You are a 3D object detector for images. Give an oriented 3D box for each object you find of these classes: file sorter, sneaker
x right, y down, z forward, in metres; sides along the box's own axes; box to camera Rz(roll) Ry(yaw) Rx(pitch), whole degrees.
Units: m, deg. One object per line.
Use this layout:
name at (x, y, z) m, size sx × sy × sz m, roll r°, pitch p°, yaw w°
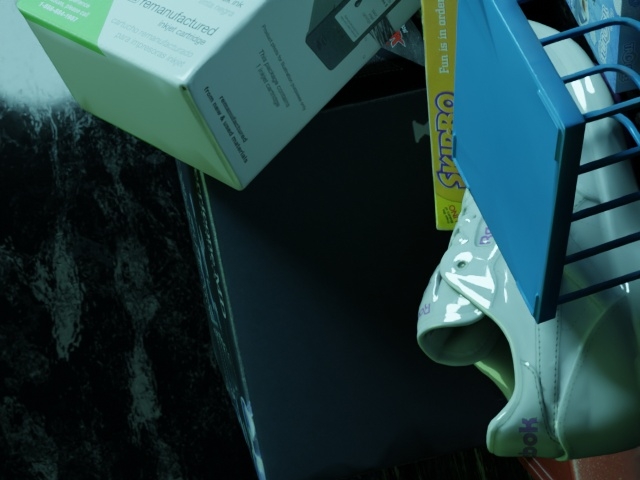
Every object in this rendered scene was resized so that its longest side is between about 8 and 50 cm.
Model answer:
file sorter at (0.136, -0.063, 0.768) m, size 0.170 × 0.104 × 0.118 m, roll 84°, pitch 165°, yaw -57°
sneaker at (0.118, -0.011, 0.898) m, size 0.114 × 0.152 × 0.305 m, roll 80°, pitch 177°, yaw -55°

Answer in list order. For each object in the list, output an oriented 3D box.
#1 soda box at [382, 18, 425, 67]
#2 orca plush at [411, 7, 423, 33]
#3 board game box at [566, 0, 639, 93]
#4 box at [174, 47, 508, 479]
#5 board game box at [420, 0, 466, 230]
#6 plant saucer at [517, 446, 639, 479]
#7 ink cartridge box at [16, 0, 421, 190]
soda box at (0.071, -0.197, 1.549) m, size 0.053 × 0.060 × 0.169 m, roll 94°, pitch 164°, yaw -57°
orca plush at (0.058, -0.276, 1.224) m, size 0.151 × 0.102 × 0.287 m, roll 123°, pitch 135°, yaw -84°
board game box at (0.159, -0.145, 0.852) m, size 0.090 × 0.020 × 0.090 m, roll 82°, pitch 173°, yaw -48°
box at (0.000, 0.000, 1.333) m, size 0.395 × 0.212 × 0.293 m, roll -130°, pitch 29°, yaw -75°
board game box at (0.103, -0.126, 1.050) m, size 0.124 × 0.039 × 0.259 m, roll -40°, pitch -54°, yaw -62°
plant saucer at (0.174, 0.092, 1.144) m, size 0.259 × 0.047 × 0.258 m, roll -123°, pitch 22°, yaw -80°
ink cartridge box at (-0.048, -0.193, 1.107) m, size 0.198 × 0.273 × 0.115 m, roll 27°, pitch 156°, yaw 40°
